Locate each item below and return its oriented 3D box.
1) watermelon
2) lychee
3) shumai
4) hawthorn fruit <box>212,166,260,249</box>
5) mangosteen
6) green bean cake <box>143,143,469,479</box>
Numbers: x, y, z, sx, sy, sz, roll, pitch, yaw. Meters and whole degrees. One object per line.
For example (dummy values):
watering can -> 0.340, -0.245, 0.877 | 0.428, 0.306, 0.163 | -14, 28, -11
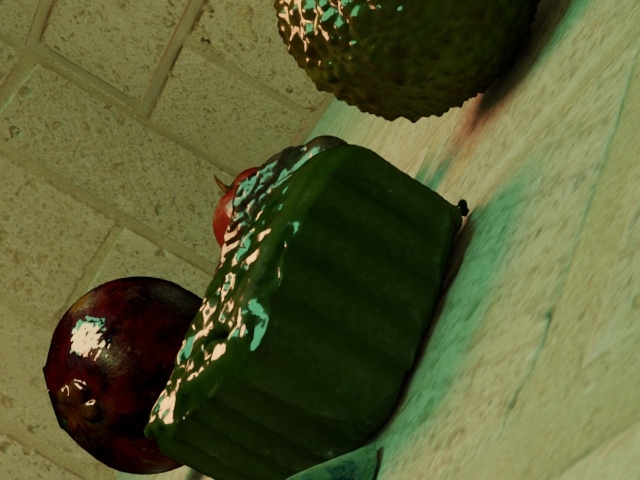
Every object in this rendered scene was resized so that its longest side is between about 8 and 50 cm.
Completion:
watermelon -> -0.019, 0.216, 0.909 | 0.180, 0.081, 0.094 | -58, -23, -45
lychee -> 0.084, -0.250, 1.321 | 0.270, 0.270, 0.320 | -62, 2, -21
shumai -> 0.004, 0.000, 1.453 | 0.185, 0.183, 0.218 | 16, -86, -60
hawthorn fruit -> -0.100, -0.039, 2.145 | 0.179, 0.200, 0.179 | -53, 11, 16
mangosteen -> -0.251, 0.192, 1.921 | 0.311, 0.311, 0.311 | -59, 6, 9
green bean cake -> -0.016, 0.068, 1.088 | 0.250, 0.156, 0.247 | -52, 11, 54
